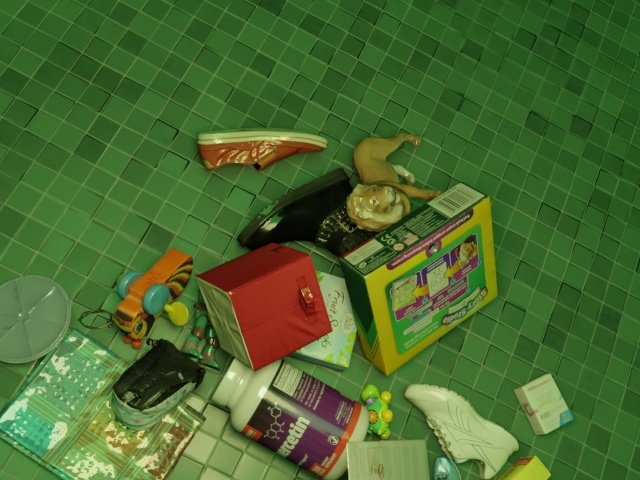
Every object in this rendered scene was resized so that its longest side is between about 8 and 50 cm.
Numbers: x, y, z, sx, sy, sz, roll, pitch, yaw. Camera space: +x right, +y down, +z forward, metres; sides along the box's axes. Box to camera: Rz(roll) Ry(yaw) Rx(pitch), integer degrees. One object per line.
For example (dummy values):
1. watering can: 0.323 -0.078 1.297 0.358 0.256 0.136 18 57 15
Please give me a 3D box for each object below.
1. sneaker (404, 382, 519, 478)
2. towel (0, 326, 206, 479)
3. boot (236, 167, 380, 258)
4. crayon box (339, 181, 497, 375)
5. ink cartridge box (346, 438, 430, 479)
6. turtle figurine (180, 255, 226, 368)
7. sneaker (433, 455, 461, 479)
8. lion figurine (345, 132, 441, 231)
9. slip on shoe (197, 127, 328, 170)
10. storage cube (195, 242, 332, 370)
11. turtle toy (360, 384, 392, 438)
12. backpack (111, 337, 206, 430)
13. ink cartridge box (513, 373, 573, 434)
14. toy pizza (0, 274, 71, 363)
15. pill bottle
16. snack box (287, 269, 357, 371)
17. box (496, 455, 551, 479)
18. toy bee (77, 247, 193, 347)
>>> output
1. sneaker: 0.316 0.436 1.699 0.297 0.111 0.129 35 73 2
2. towel: -0.471 0.389 1.571 0.370 0.040 0.271 34 68 0
3. boot: 0.002 -0.002 1.761 0.348 0.131 0.260 -30 80 -21
4. crayon box: 0.239 0.088 1.695 0.363 0.313 0.106 -31 41 -20
5. ink cartridge box: 0.123 0.564 1.484 0.091 0.385 0.308 -13 71 29
6. turtle figurine: -0.232 0.163 1.662 0.175 0.118 0.234 33 68 -37
7. sneaker: 0.282 0.564 1.647 0.063 0.073 0.162 -11 60 16
8. lion figurine: 0.149 -0.152 1.782 0.240 0.142 0.392 8 35 -18
9. slip on shoe: -0.142 -0.227 1.830 0.331 0.123 0.101 -6 105 -20
10. storage cube: -0.120 0.132 1.543 0.193 0.215 0.184 -24 110 -24
11. turtle toy: 0.127 0.387 1.679 0.066 0.095 0.130 1 43 -1
12. backpack: -0.351 0.309 1.541 0.152 0.115 0.182 29 42 19
13. ink cartridge box: 0.542 0.398 1.789 0.088 0.052 0.122 -20 78 -19
14. toy pizza: -0.642 0.172 1.598 0.201 0.032 0.201 0 64 0
15. pill bottle: -0.067 0.371 1.591 0.323 0.181 0.182 29 68 -1
16. snack box: 0.001 0.184 1.730 0.174 0.070 0.207 17 69 -5
17. box: 0.416 0.590 1.677 0.232 0.087 0.058 -35 82 -20
18. toy bee: -0.404 0.147 1.629 0.298 0.162 0.195 -21 46 -31
